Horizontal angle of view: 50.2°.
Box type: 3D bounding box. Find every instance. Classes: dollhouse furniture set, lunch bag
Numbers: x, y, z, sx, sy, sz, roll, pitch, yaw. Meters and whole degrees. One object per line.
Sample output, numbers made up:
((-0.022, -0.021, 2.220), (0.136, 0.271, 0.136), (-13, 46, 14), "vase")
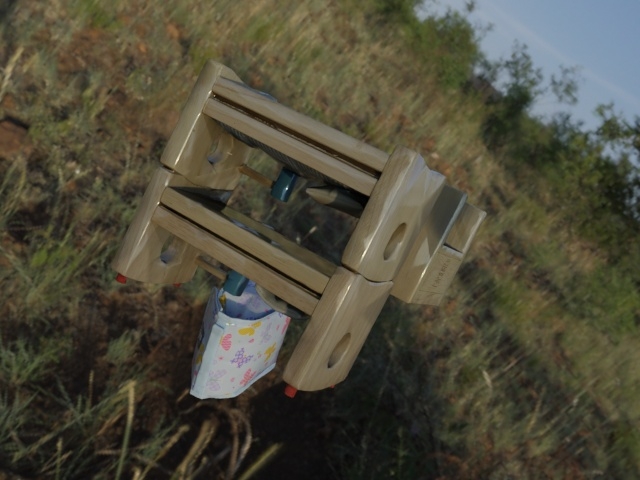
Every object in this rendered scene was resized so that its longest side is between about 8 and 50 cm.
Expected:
((0.000, 0.000, 0.418), (0.129, 0.129, 0.184), (29, 5, 23), "dollhouse furniture set")
((-0.060, 0.067, 0.488), (0.053, 0.071, 0.083), (26, 24, 16), "lunch bag")
